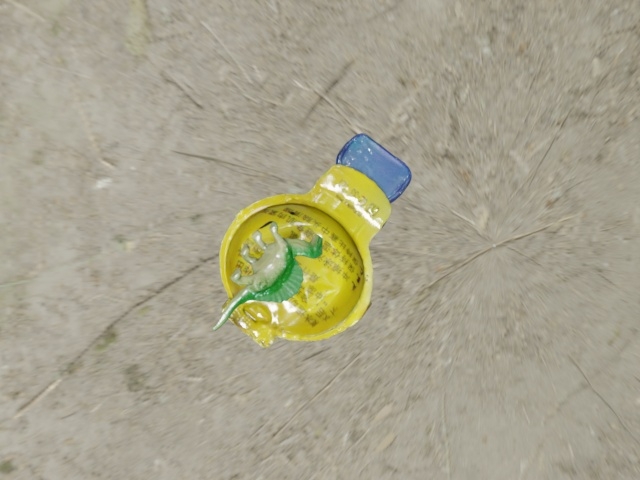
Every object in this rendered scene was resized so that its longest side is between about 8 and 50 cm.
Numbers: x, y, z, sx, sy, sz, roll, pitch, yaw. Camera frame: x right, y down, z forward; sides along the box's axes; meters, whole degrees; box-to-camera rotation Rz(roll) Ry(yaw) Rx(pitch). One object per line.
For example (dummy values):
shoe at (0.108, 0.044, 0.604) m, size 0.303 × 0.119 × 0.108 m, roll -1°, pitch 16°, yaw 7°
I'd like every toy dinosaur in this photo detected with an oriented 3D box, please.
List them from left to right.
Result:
toy dinosaur at (-0.046, 0.034, 1.140) m, size 0.060 × 0.029 × 0.119 m, roll 39°, pitch 79°, yaw -20°

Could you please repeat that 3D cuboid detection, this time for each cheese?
cheese at (0.000, 0.000, 1.311) m, size 0.156 × 0.064 × 0.250 m, roll 39°, pitch 66°, yaw 1°
